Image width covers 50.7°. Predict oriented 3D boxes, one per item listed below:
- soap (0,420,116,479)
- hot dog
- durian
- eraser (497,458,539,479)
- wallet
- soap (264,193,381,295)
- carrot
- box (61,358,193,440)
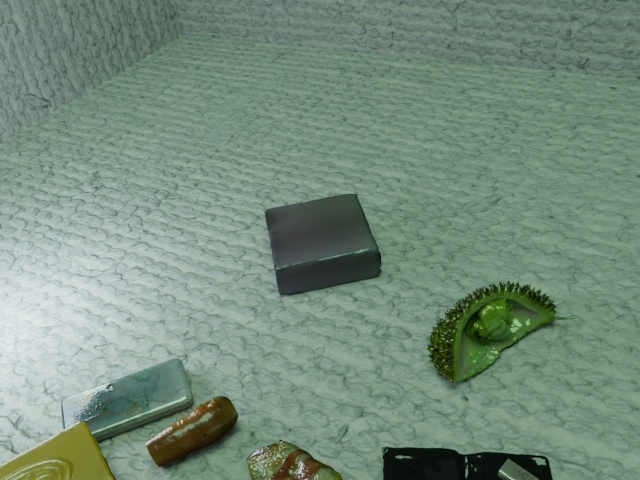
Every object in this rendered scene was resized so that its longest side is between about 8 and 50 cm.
[{"bbox_3d":[-0.563,0.511,1.300,0.324,0.096,0.204,-28,47,-24],"label":"soap"},{"bbox_3d":[-0.034,0.466,1.273,0.123,0.093,0.261,-39,31,-23],"label":"hot dog"},{"bbox_3d":[0.389,0.193,1.564,0.356,0.157,0.169,-24,75,-19],"label":"durian"},{"bbox_3d":[0.369,0.439,1.234,0.083,0.019,0.038,30,45,30],"label":"eraser"},{"bbox_3d":[0.273,0.484,1.224,0.323,0.041,0.247,2,37,3],"label":"wallet"},{"bbox_3d":[0.000,0.000,1.865,0.285,0.107,0.296,-11,38,-2],"label":"soap"},{"bbox_3d":[-0.266,0.401,1.412,0.193,0.087,0.087,-30,42,-23],"label":"carrot"},{"bbox_3d":[-0.438,0.366,1.526,0.285,0.044,0.142,-19,42,-12],"label":"box"}]
